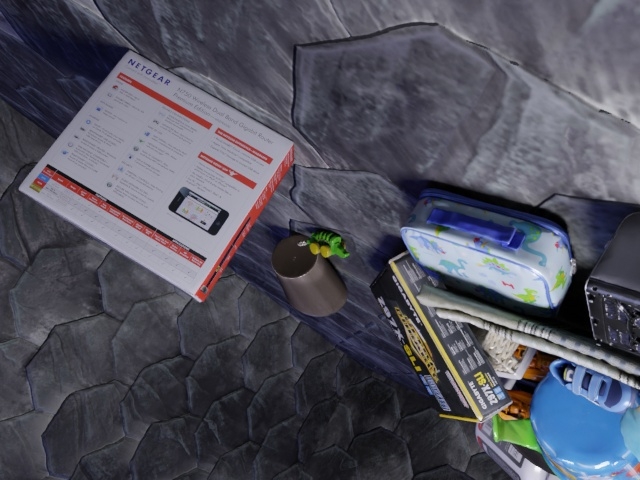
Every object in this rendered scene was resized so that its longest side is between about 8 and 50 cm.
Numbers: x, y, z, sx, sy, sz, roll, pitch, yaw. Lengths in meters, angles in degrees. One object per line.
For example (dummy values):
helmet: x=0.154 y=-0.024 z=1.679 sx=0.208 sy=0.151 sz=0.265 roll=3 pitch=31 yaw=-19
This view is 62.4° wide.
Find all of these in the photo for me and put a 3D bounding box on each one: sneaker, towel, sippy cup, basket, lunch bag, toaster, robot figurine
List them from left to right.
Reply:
basket: x=-0.043 y=0.092 z=1.445 sx=0.204 sy=0.154 sz=0.227 roll=23 pitch=160 yaw=25
lunch bag: x=0.229 y=0.015 z=0.729 sx=0.219 sy=0.090 sz=0.176 roll=20 pitch=163 yaw=38
robot figurine: x=0.376 y=0.299 z=1.175 sx=0.291 sy=0.211 sz=0.085 roll=7 pitch=164 yaw=37
basket: x=0.344 y=0.199 z=1.070 sx=0.103 sy=0.113 sz=0.167 roll=35 pitch=165 yaw=-6
towel: x=0.337 y=0.146 z=0.803 sx=0.324 sy=0.056 sz=0.312 roll=20 pitch=-176 yaw=35
sneaker: x=0.395 y=0.210 z=0.775 sx=0.059 sy=0.053 sz=0.144 roll=19 pitch=178 yaw=-11
sippy cup: x=0.467 y=0.315 z=0.902 sx=0.224 sy=0.305 sz=0.240 roll=37 pitch=-167 yaw=-47
toaster: x=0.384 y=0.068 z=0.544 sx=0.185 sy=0.110 sz=0.168 roll=20 pitch=163 yaw=39

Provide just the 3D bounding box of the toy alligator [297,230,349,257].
toy alligator: x=0.000 y=0.000 z=1.243 sx=0.189 sy=0.056 sz=0.051 roll=15 pitch=117 yaw=51

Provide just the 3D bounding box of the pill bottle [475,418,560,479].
pill bottle: x=0.646 y=0.638 z=1.579 sx=0.210 sy=0.210 sz=0.363 roll=37 pitch=180 yaw=-20

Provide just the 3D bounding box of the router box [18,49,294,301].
router box: x=-0.260 y=-0.111 z=0.885 sx=0.335 sy=0.301 sz=0.082 roll=31 pitch=166 yaw=5

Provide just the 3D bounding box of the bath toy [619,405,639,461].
bath toy: x=0.533 y=0.243 z=0.640 sx=0.348 sy=0.152 sz=0.129 roll=12 pitch=150 yaw=-24

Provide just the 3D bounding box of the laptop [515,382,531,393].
laptop: x=0.714 y=0.479 z=1.453 sx=0.234 sy=0.137 sz=0.264 roll=36 pitch=-169 yaw=-16

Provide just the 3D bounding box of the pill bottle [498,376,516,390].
pill bottle: x=0.375 y=0.295 z=1.314 sx=0.208 sy=0.119 sz=0.119 roll=18 pitch=160 yaw=43

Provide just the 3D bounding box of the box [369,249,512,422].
box: x=0.221 y=0.192 z=1.056 sx=0.322 sy=0.079 sz=0.257 roll=62 pitch=171 yaw=12

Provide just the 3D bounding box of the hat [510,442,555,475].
hat: x=0.574 y=0.447 z=1.286 sx=0.331 sy=0.134 sz=0.331 roll=38 pitch=158 yaw=19
